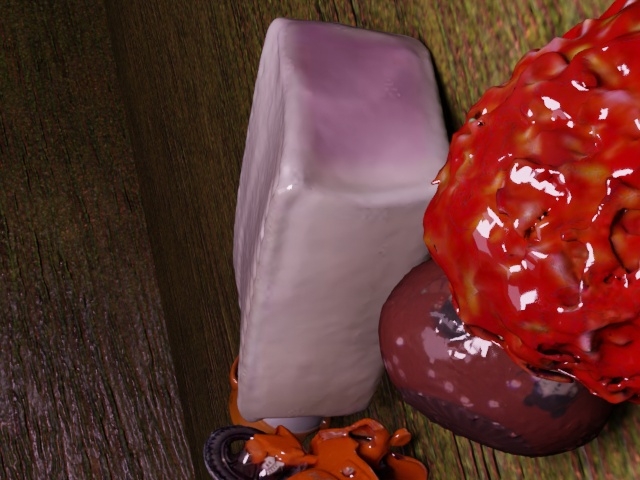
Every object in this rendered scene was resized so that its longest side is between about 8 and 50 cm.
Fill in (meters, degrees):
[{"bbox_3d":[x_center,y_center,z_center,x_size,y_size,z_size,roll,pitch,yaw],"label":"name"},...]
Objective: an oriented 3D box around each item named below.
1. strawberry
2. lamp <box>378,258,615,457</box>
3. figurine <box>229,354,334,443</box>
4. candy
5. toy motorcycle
[{"bbox_3d":[0.143,-0.014,0.369,0.234,0.178,0.234,41,138,52],"label":"strawberry"},{"bbox_3d":[0.119,0.062,0.536,0.157,0.156,0.135,4,60,54],"label":"lamp"},{"bbox_3d":[-0.024,0.173,1.024,0.271,0.143,0.143,-35,63,42],"label":"figurine"},{"bbox_3d":[0.002,-0.002,0.767,0.359,0.145,0.208,103,165,-47],"label":"candy"},{"bbox_3d":[0.035,0.282,0.749,0.326,0.221,0.148,53,127,44],"label":"toy motorcycle"}]
